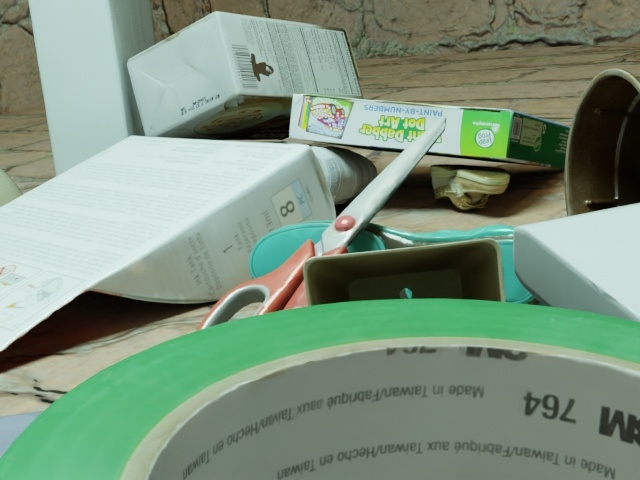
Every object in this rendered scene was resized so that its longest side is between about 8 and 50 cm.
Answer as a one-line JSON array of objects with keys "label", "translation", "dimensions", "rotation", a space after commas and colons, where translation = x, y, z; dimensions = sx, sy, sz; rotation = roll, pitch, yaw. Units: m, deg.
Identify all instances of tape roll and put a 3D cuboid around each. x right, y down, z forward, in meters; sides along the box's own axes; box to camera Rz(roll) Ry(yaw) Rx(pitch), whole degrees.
[{"label": "tape roll", "translation": [0.056, 0.113, 0.378], "dimensions": [0.321, 0.077, 0.321], "rotation": [1, 19, 0]}]

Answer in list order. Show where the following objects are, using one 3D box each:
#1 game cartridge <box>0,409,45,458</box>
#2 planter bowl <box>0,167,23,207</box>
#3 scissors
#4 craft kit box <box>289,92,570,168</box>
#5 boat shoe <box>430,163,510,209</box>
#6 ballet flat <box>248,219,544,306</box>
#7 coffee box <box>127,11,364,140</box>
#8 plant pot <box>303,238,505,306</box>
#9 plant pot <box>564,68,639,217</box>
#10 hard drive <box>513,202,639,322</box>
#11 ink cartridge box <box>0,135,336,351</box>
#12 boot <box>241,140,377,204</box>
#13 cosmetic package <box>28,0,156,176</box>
[{"label": "game cartridge", "translation": [-0.181, 0.139, 0.559], "dimensions": [0.354, 0.068, 0.230], "rotation": [-8, 9, -2]}, {"label": "planter bowl", "translation": [-0.397, -0.036, 1.306], "dimensions": [0.162, 0.109, 0.162], "rotation": [-6, 13, 1]}, {"label": "scissors", "translation": [0.000, 0.000, 0.850], "dimensions": [0.109, 0.021, 0.297], "rotation": [2, 45, 28]}, {"label": "craft kit box", "translation": [0.129, -0.120, 1.327], "dimensions": [0.246, 0.061, 0.250], "rotation": [11, 5, 26]}, {"label": "boat shoe", "translation": [0.155, -0.054, 1.230], "dimensions": [0.050, 0.045, 0.135], "rotation": [-3, 7, -17]}, {"label": "ballet flat", "translation": [0.067, 0.030, 0.883], "dimensions": [0.247, 0.083, 0.087], "rotation": [1, -9, 29]}, {"label": "coffee box", "translation": [-0.079, -0.181, 1.361], "dimensions": [0.141, 0.098, 0.246], "rotation": [-20, -7, 34]}, {"label": "plant pot", "translation": [0.053, 0.058, 0.698], "dimensions": [0.108, 0.109, 0.096], "rotation": [-6, 0, 4]}, {"label": "plant pot", "translation": [0.295, -0.046, 0.907], "dimensions": [0.165, 0.167, 0.167], "rotation": [-1, 12, -12]}, {"label": "hard drive", "translation": [0.330, 0.020, 0.728], "dimensions": [0.352, 0.047, 0.233], "rotation": [-10, 26, -17]}, {"label": "ink cartridge box", "translation": [-0.222, 0.027, 1.081], "dimensions": [0.385, 0.091, 0.308], "rotation": [-36, 28, -31]}, {"label": "boot", "translation": [-0.065, -0.065, 1.346], "dimensions": [0.258, 0.095, 0.123], "rotation": [5, 4, 32]}, {"label": "cosmetic package", "translation": [-0.259, -0.220, 1.426], "dimensions": [0.097, 0.377, 0.284], "rotation": [-5, 12, 5]}]
